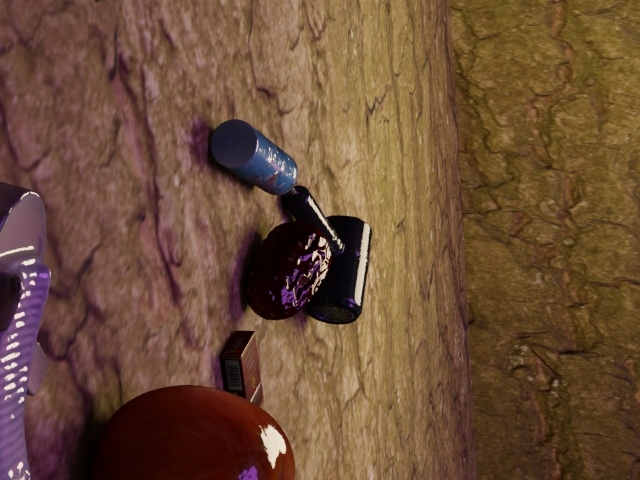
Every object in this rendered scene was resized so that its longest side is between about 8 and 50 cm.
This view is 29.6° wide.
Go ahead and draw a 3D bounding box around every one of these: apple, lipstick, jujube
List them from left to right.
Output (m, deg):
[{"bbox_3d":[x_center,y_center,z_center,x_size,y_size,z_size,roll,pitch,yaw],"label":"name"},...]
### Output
[{"bbox_3d":[-0.097,0.184,0.899,0.163,0.139,0.163,14,90,-77],"label":"apple"},{"bbox_3d":[-0.062,-0.079,1.196,0.158,0.048,0.048,30,61,-74],"label":"lipstick"},{"bbox_3d":[-0.036,0.032,1.268,0.129,0.077,0.077,-55,145,-47],"label":"jujube"}]

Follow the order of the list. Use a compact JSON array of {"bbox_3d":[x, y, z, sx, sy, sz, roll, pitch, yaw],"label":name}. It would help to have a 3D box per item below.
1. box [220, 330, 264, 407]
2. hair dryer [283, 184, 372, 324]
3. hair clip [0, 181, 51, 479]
[{"bbox_3d":[-0.077,0.137,1.197,0.051,0.023,0.082,-60,147,-61],"label":"box"},{"bbox_3d":[0.000,0.000,1.433,0.219,0.071,0.124,59,34,-53],"label":"hair dryer"},{"bbox_3d":[-0.181,0.075,0.684,0.159,0.071,0.218,-37,132,-80],"label":"hair clip"}]
